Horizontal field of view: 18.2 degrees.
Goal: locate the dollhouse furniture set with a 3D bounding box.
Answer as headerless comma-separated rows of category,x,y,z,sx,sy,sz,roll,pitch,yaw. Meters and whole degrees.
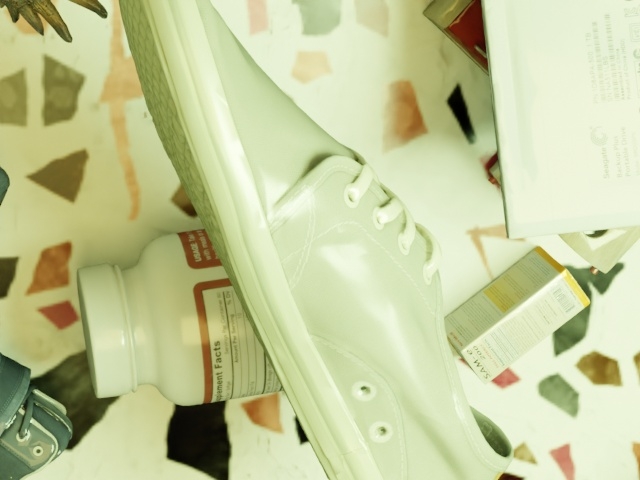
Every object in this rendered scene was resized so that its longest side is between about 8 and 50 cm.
dollhouse furniture set,0.156,-0.094,1.388,0.184,0.129,0.129,41,94,-20

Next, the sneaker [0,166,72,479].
sneaker,-0.224,0.064,1.364,0.163,0.086,0.226,29,107,-7

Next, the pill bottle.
pill bottle,-0.056,0.048,1.387,0.216,0.121,0.121,-8,107,-10

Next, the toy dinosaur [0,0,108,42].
toy dinosaur,-0.124,-0.220,1.254,0.296,0.200,0.127,-25,109,-5

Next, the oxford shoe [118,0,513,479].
oxford shoe,0.000,0.000,1.237,0.130,0.169,0.449,-27,115,-1

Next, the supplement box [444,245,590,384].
supplement box,0.141,0.054,1.462,0.098,0.062,0.036,-37,111,0

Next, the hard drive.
hard drive,0.270,-0.122,1.311,0.319,0.040,0.210,-6,91,2
